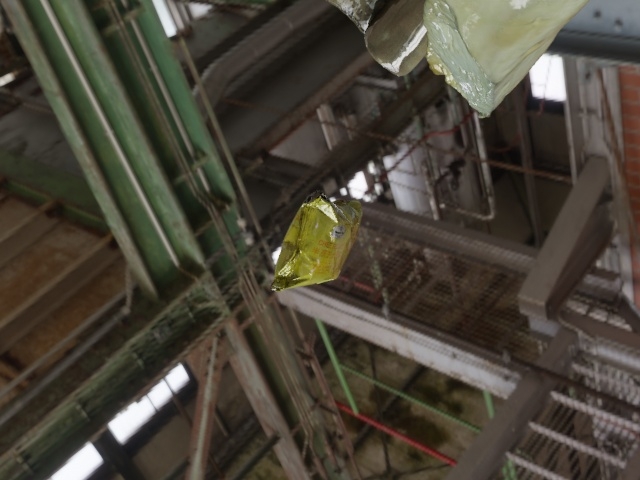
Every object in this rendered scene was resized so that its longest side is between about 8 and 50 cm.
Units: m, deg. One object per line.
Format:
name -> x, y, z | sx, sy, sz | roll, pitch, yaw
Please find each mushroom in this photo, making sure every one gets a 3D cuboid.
mushroom -> 0.099, -0.138, 0.404 | 0.087, 0.333, 0.107 | 43, -108, 7

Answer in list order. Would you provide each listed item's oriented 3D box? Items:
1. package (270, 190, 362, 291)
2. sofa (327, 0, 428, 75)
package -> 0.000, 0.000, 1.314 | 0.090, 0.168, 0.226 | 27, -170, 14
sofa -> 0.032, -0.291, 0.748 | 0.200, 0.258, 0.182 | -49, 179, 33
